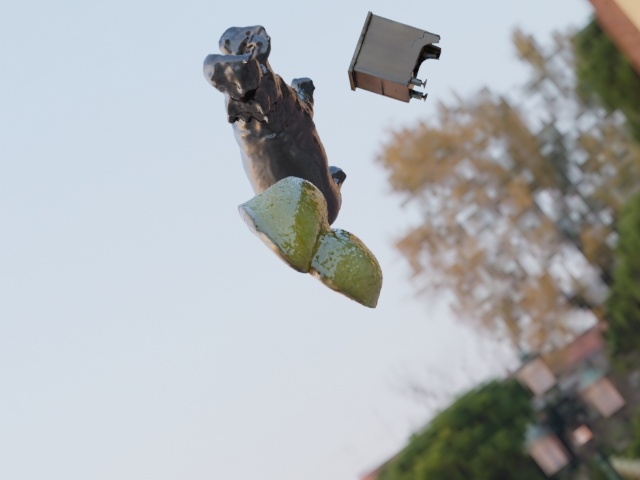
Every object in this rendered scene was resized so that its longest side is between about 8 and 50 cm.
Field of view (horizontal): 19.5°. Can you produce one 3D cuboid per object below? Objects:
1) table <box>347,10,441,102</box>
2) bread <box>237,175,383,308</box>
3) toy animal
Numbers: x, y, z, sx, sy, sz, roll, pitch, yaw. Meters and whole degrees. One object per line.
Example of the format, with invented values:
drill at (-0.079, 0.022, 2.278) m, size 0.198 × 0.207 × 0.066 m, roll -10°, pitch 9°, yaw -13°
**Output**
table at (0.080, -0.190, 1.979) m, size 0.083 × 0.082 × 0.070 m, roll 70°, pitch -142°, yaw -80°
bread at (0.000, 0.000, 1.676) m, size 0.065 × 0.149 × 0.188 m, roll -50°, pitch -9°, yaw 6°
toy animal at (-0.063, -0.149, 2.322) m, size 0.106 × 0.168 × 0.343 m, roll -9°, pitch -43°, yaw 16°
